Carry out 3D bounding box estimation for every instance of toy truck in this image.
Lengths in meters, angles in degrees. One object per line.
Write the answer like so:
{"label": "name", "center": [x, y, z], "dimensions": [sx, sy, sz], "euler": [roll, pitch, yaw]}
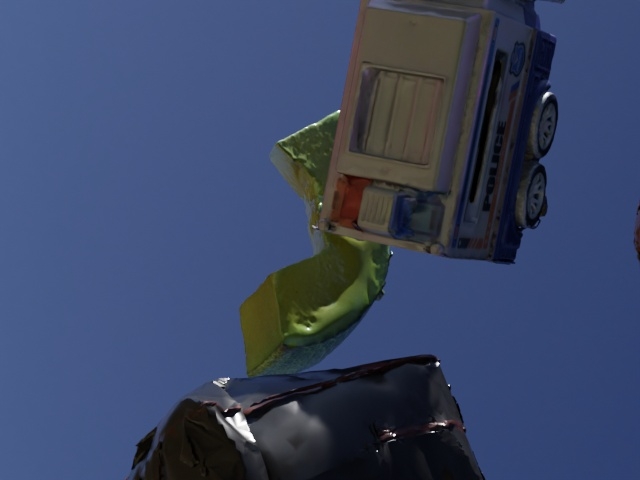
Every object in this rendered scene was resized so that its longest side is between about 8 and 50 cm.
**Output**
{"label": "toy truck", "center": [0.087, -0.124, 1.015], "dimensions": [0.124, 0.155, 0.268], "euler": [12, -86, 25]}

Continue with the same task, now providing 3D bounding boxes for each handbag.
{"label": "handbag", "center": [-0.021, 0.155, 0.858], "dimensions": [0.215, 0.169, 0.155], "euler": [-50, -128, 51]}

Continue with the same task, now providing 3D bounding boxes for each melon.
{"label": "melon", "center": [0.000, 0.000, 1.156], "dimensions": [0.064, 0.118, 0.210], "euler": [145, -53, -59]}

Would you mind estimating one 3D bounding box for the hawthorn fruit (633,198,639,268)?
{"label": "hawthorn fruit", "center": [0.354, -0.037, 1.272], "dimensions": [0.181, 0.181, 0.235], "euler": [-28, -143, 56]}
